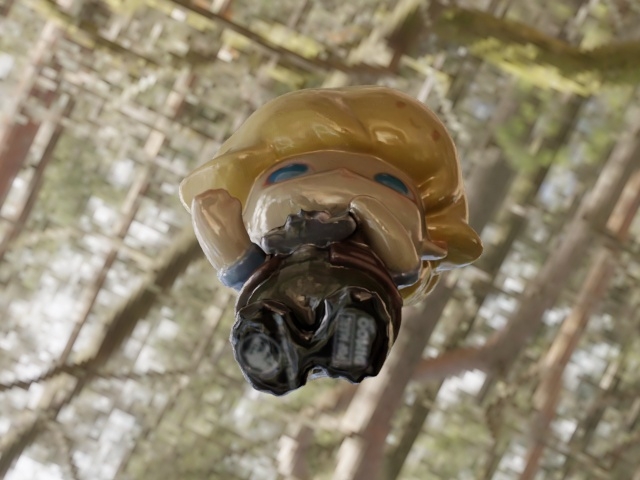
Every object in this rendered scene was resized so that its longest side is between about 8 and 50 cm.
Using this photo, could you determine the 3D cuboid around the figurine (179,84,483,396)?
[{"bbox_3d":[0.000,0.000,0.712,0.114,0.108,0.196,-16,-166,14],"label":"figurine"}]
